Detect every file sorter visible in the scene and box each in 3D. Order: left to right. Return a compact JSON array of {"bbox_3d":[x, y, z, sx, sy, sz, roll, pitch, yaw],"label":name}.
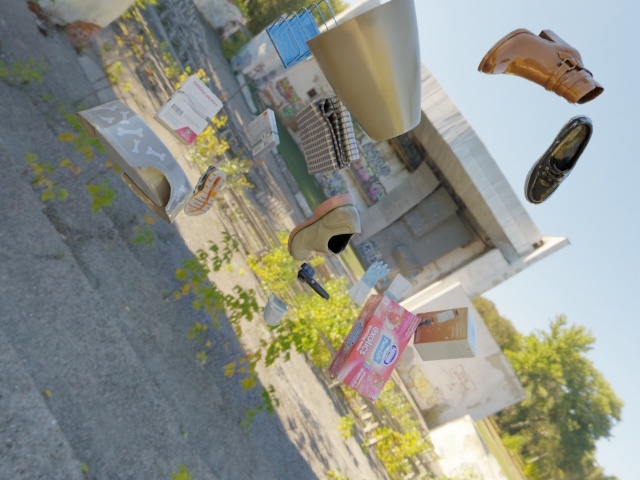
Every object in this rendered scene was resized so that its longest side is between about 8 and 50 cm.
[{"bbox_3d":[-0.045,-0.603,1.186,0.104,0.170,0.118,0,-57,59],"label":"file sorter"}]

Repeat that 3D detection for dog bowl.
[{"bbox_3d":[-0.475,-0.207,1.079,0.349,0.102,0.349,41,-20,18],"label":"dog bowl"}]

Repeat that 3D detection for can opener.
[{"bbox_3d":[-0.023,0.169,1.587,0.186,0.073,0.059,51,-9,-23],"label":"can opener"}]

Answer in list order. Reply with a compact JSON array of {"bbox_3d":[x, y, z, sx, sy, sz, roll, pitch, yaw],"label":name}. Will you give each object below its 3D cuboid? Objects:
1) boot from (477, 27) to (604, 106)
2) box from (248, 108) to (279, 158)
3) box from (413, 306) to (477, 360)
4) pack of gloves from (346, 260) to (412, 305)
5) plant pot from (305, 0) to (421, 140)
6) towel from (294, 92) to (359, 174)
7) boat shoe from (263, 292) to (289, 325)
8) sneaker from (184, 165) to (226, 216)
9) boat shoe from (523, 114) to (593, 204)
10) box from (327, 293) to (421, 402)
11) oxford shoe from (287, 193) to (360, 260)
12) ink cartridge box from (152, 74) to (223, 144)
[{"bbox_3d":[0.548,-0.409,1.013,0.220,0.283,0.109,61,-28,19],"label":"boot"},{"bbox_3d":[-0.266,-0.495,1.897,0.038,0.145,0.186,15,55,-50],"label":"box"},{"bbox_3d":[0.391,0.295,1.284,0.091,0.170,0.130,57,34,-30],"label":"box"},{"bbox_3d":[0.258,0.221,1.813,0.195,0.232,0.046,42,-13,6],"label":"pack of gloves"},{"bbox_3d":[0.137,-0.391,0.975,0.256,0.256,0.274,-98,164,-66],"label":"plant pot"},{"bbox_3d":[0.010,-0.343,1.364,0.284,0.121,0.235,-164,-120,-72],"label":"towel"},{"bbox_3d":[-0.157,0.231,1.345,0.079,0.081,0.227,39,-4,-3],"label":"boat shoe"},{"bbox_3d":[-0.419,-0.176,1.473,0.084,0.215,0.083,28,18,-47],"label":"sneaker"},{"bbox_3d":[0.558,-0.178,0.959,0.080,0.228,0.076,28,31,7],"label":"boat shoe"},{"bbox_3d":[0.172,0.338,1.321,0.154,0.300,0.142,34,-11,-6],"label":"box"},{"bbox_3d":[0.000,0.000,1.388,0.140,0.397,0.146,-8,68,-30],"label":"oxford shoe"},{"bbox_3d":[-0.565,-0.557,1.755,0.172,0.237,0.100,43,-14,-35],"label":"ink cartridge box"}]
